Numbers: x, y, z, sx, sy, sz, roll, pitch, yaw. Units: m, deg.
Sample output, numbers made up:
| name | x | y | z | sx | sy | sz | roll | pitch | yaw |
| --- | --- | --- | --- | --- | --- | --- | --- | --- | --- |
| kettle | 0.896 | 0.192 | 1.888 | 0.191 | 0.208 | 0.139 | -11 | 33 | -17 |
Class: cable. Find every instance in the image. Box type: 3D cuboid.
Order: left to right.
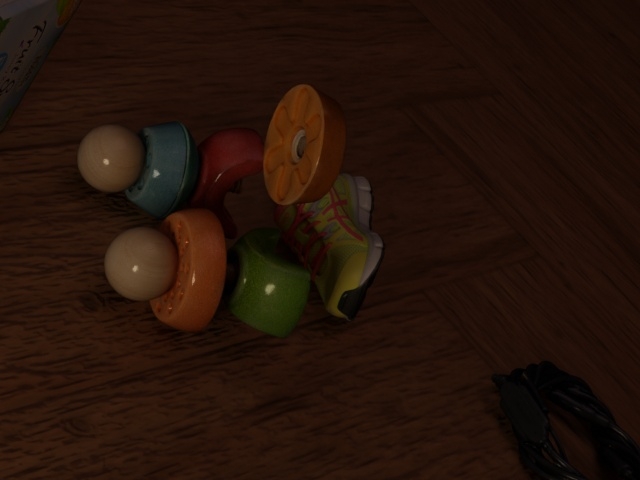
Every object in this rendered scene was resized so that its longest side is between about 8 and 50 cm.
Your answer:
| name | x | y | z | sx | sy | sz | roll | pitch | yaw |
| --- | --- | --- | --- | --- | --- | --- | --- | --- | --- |
| cable | 0.242 | 0.191 | 1.468 | 0.150 | 0.047 | 0.184 | 10 | 36 | -46 |

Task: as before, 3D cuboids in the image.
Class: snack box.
| name | x | y | z | sx | sy | sz | roll | pitch | yaw |
| --- | --- | --- | --- | --- | --- | --- | --- | --- | --- |
| snack box | -0.289 | -0.138 | 1.235 | 0.070 | 0.174 | 0.207 | 39 | 30 | 2 |

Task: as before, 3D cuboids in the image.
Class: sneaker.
| name | x | y | z | sx | sy | sz | roll | pitch | yaw |
| --- | --- | --- | --- | --- | --- | --- | --- | --- | --- |
| sneaker | 0.000 | 0.000 | 1.455 | 0.094 | 0.081 | 0.208 | 18 | 27 | -16 |

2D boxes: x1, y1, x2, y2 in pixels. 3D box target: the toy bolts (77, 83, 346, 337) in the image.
| name | x | y | z | sx | sy | sz | roll | pitch | yaw |
| --- | --- | --- | --- | --- | --- | --- | --- | --- | --- |
| toy bolts | -0.106 | -0.054 | 1.310 | 0.158 | 0.218 | 0.228 | 10 | 20 | -29 |
